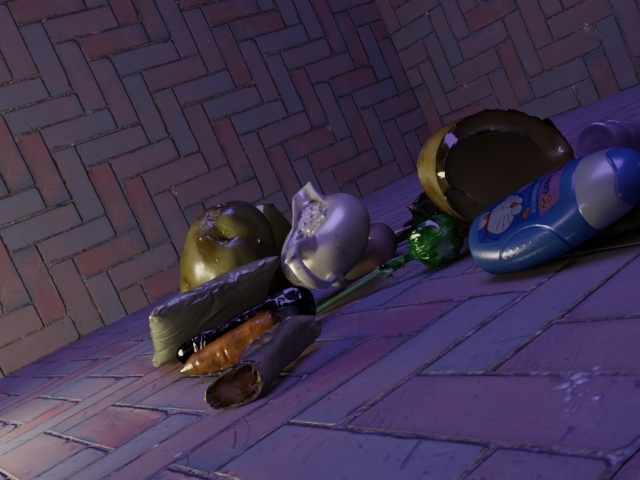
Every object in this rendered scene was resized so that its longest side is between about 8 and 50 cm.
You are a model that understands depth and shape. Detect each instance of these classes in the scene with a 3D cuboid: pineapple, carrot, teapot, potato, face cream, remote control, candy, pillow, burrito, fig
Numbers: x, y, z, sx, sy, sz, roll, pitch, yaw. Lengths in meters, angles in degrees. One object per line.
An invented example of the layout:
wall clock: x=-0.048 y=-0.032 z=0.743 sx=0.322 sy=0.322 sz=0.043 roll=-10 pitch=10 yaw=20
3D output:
pineapple: x=0.270 y=-0.065 z=1.601 sx=0.128 sy=0.128 sz=0.248 roll=-26 pitch=-1 yaw=-20
carrot: x=-0.152 y=0.180 z=1.229 sx=0.205 sy=0.072 sz=0.072 roll=-23 pitch=5 yaw=14
teapot: x=0.000 y=0.000 z=1.431 sx=0.208 sy=0.165 sz=0.299 roll=-31 pitch=16 yaw=18
potato: x=0.299 y=-0.129 z=1.370 sx=0.286 sy=0.242 sz=0.242 roll=-17 pitch=2 yaw=-20
face cream: x=0.321 y=-0.040 z=0.995 sx=0.264 sy=0.083 sz=0.149 roll=-33 pitch=27 yaw=47
remote control: x=-0.127 y=0.166 z=1.287 sx=0.266 sy=0.090 sz=0.066 roll=-27 pitch=43 yaw=6
candy: x=0.114 y=0.057 z=1.339 sx=0.324 sy=0.097 sz=0.097 roll=-32 pitch=4 yaw=12
pillow: x=-0.218 y=0.139 z=1.483 sx=0.274 sy=0.076 sz=0.280 roll=-26 pitch=-19 yaw=-22
potato: x=-0.228 y=0.069 z=1.689 sx=0.203 sy=0.218 sz=0.351 roll=0 pitch=-47 yaw=-37
face cream: x=0.643 y=-0.210 z=1.564 sx=0.274 sy=0.096 sz=0.154 roll=-11 pitch=-7 yaw=-43
burrito: x=-0.073 y=0.166 z=1.067 sx=0.087 sy=0.060 sz=0.226 roll=-27 pitch=4 yaw=34
fig: x=-0.142 y=0.031 z=1.880 sx=0.207 sy=0.229 sz=0.207 roll=7 pitch=-24 yaw=3

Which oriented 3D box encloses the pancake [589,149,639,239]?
pancake: x=0.435 y=-0.069 z=1.024 sx=0.236 sy=0.042 sz=0.222 roll=-37 pitch=9 yaw=50

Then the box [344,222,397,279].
box: x=0.096 y=0.021 z=1.599 sx=0.146 sy=0.088 sz=0.200 roll=-24 pitch=7 yaw=12

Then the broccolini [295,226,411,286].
broccolini: x=0.114 y=0.018 z=1.727 sx=0.392 sy=0.078 sz=0.074 roll=-23 pitch=39 yaw=-1
